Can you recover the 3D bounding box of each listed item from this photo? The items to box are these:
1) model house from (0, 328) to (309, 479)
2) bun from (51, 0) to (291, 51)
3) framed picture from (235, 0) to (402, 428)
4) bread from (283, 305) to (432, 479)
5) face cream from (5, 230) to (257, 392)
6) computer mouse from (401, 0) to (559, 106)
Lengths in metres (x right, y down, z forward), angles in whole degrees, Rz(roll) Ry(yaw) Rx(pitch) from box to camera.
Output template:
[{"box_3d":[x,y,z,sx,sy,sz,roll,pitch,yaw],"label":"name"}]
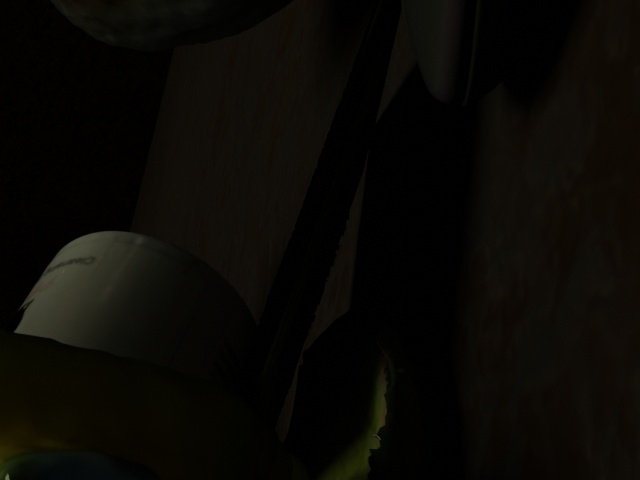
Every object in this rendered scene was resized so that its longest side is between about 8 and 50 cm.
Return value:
[{"box_3d":[-0.112,0.160,0.448,0.303,0.215,0.237,132,149,-66],"label":"model house"},{"box_3d":[-0.060,-0.271,0.816,0.362,0.211,0.362,-167,90,-83],"label":"bun"},{"box_3d":[0.000,0.000,0.585,0.195,0.010,0.199,101,-172,-69],"label":"framed picture"},{"box_3d":[0.001,0.135,0.529,0.228,0.033,0.229,-168,90,-80],"label":"bread"},{"box_3d":[-0.160,0.163,0.808,0.370,0.145,0.145,-64,-4,-45],"label":"face cream"},{"box_3d":[0.059,-0.152,0.435,0.120,0.057,0.232,-92,16,-55],"label":"computer mouse"}]
